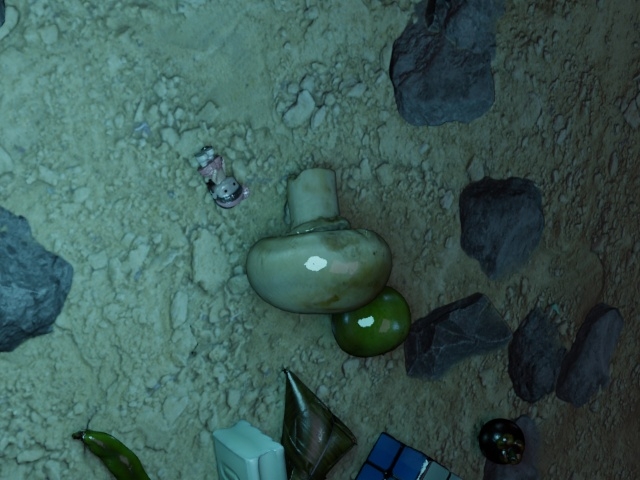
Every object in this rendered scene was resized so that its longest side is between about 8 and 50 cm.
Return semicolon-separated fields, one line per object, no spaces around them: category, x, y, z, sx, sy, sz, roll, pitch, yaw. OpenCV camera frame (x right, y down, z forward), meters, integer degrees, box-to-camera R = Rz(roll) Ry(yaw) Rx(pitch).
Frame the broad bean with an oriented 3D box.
broad bean;-0.366;0.429;1.493;0.065;0.046;0.255;-38;118;-17

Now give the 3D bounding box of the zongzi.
zongzi;-0.064;0.424;1.687;0.221;0.112;0.242;-48;115;-19

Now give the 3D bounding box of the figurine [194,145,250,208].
figurine;-0.190;-0.119;1.516;0.072;0.054;0.129;-49;118;-37

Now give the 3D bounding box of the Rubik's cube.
Rubik's cube;0.208;0.580;1.873;0.180;0.183;0.167;40;76;-37

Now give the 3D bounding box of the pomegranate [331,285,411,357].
pomegranate;0.106;0.151;1.712;0.179;0.179;0.211;-18;109;-33

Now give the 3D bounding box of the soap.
soap;-0.133;0.518;1.616;0.087;0.159;0.266;-17;110;-33

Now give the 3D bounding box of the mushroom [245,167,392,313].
mushroom;0.000;0.000;1.561;0.292;0.292;0.290;5;79;-38

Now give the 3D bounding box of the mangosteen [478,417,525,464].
mangosteen;0.484;0.537;2.102;0.140;0.140;0.140;-8;104;-36
